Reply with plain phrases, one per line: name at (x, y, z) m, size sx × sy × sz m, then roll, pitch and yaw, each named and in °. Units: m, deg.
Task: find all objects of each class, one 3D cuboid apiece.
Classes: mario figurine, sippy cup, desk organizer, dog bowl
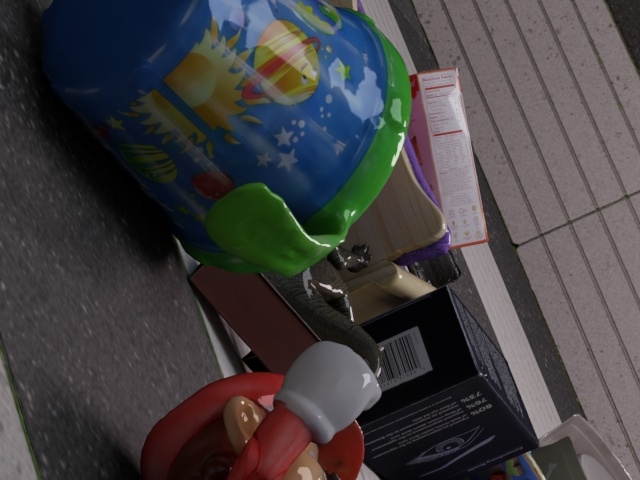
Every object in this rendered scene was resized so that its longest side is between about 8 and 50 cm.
mario figurine at (-0.015, 0.192, 1.051) m, size 0.170 × 0.198 × 0.320 m, roll 47°, pitch 22°, yaw -22°
sippy cup at (-0.085, -0.125, 1.355) m, size 0.305 × 0.240 × 0.224 m, roll 22°, pitch -12°, yaw 45°
desk organizer at (-0.055, 0.065, 1.467) m, size 0.130 × 0.050 × 0.047 m, roll 49°, pitch -21°, yaw -6°
dog bowl at (0.334, 0.370, 2.048) m, size 0.349 × 0.102 × 0.349 m, roll 54°, pitch 13°, yaw -19°

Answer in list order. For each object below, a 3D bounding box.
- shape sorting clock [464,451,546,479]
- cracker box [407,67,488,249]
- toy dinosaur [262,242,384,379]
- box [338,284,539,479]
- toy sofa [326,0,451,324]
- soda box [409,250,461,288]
shape sorting clock at (0.181, 0.268, 1.906) m, size 0.206 × 0.040 × 0.206 m, roll 38°, pitch -40°, yaw 41°
cracker box at (0.138, -0.101, 2.352) m, size 0.155 × 0.067 × 0.232 m, roll 169°, pitch -89°, yaw -66°
toy dinosaur at (-0.023, 0.029, 1.614) m, size 0.160 × 0.121 × 0.314 m, roll 42°, pitch 28°, yaw -35°
box at (0.107, 0.156, 1.763) m, size 0.207 × 0.153 × 0.108 m, roll 50°, pitch 18°, yaw -56°
toy sofa at (0.033, -0.082, 1.828) m, size 0.150 × 0.177 × 0.363 m, roll 32°, pitch 33°, yaw -57°
soda box at (0.134, -0.014, 2.475) m, size 0.169 × 0.060 × 0.053 m, roll 65°, pitch 10°, yaw -2°
